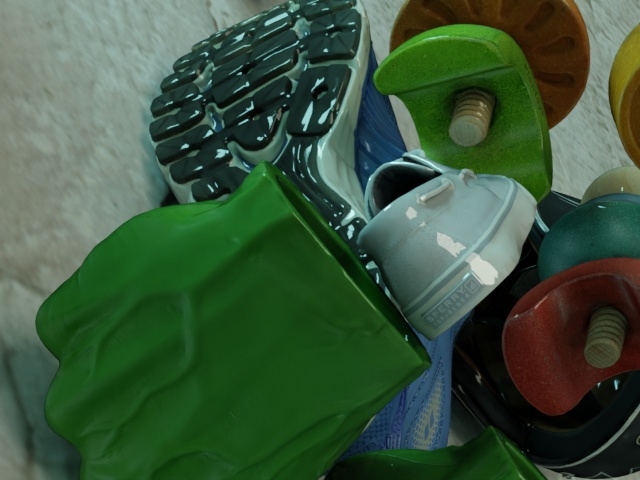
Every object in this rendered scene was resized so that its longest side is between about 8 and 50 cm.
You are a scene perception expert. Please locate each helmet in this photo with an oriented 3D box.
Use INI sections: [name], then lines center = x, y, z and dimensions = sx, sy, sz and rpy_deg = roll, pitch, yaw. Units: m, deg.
[helmet]
center = 0.157, 0.061, 1.099
dimensions = 0.161, 0.169, 0.169
rpy_deg = 38, 23, 0

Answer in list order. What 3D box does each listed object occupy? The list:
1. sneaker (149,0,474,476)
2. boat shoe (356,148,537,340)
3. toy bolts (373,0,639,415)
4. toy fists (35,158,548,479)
[sneaker]
center = 0.000, 0.000, 0.947
dimensions = 0.330, 0.129, 0.147
rpy_deg = -95, 158, -43
[boat shoe]
center = 0.047, -0.009, 0.787
dimensions = 0.063, 0.066, 0.184
rpy_deg = 48, 19, -4
[toy bolts]
center = 0.158, -0.048, 0.931
dimensions = 0.158, 0.218, 0.228
rpy_deg = -65, 141, -54
[toy fists]
center = 0.002, 0.103, 0.750
dimensions = 0.279, 0.142, 0.096
rpy_deg = 50, 6, -16
